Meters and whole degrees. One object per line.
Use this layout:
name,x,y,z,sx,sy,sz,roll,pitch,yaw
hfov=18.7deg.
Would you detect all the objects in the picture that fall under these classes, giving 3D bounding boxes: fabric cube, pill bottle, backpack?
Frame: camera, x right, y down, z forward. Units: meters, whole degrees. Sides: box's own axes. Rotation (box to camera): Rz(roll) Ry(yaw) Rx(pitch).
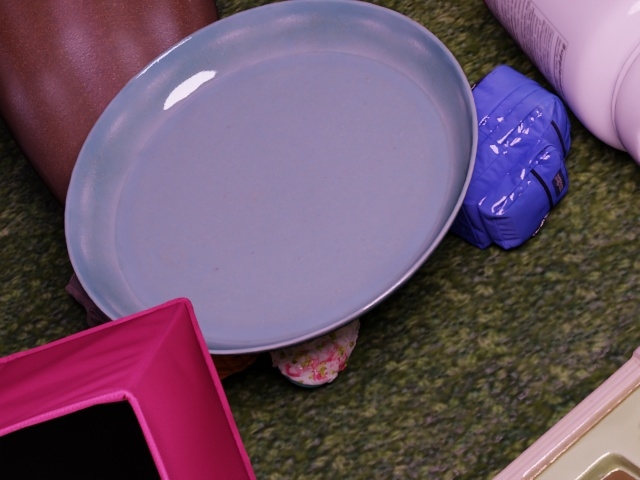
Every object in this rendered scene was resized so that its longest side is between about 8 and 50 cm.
fabric cube,-0.168,0.209,1.160,0.259,0.254,0.258,-19,10,5
pill bottle,0.239,-0.166,1.475,0.160,0.160,0.283,-29,41,-1
backpack,0.139,-0.061,1.468,0.101,0.098,0.120,33,75,24

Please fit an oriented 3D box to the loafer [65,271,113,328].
loafer,-0.173,0.056,1.567,0.039,0.045,0.125,-46,35,5

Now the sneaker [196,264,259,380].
sneaker,-0.124,0.086,1.468,0.121,0.099,0.262,-2,46,33

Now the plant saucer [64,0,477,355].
plant saucer,-0.034,-0.044,1.429,0.318,0.043,0.317,-11,53,15

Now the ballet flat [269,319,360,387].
ballet flat,0.000,0.000,1.484,0.091,0.077,0.241,14,46,-9

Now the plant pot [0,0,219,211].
plant pot,-0.159,-0.099,1.611,0.215,0.215,0.230,-25,56,3

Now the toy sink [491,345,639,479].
toy sink,0.225,0.160,1.172,0.234,0.131,0.153,-38,42,-12
